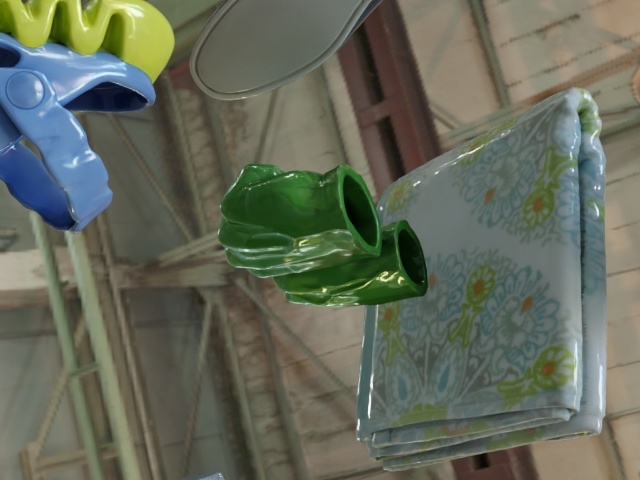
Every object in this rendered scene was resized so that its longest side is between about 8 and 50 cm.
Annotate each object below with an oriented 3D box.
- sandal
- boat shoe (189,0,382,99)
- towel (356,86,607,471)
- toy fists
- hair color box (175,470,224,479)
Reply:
[{"bbox_3d":[-0.232,-0.074,0.538,0.126,0.317,0.138,166,-77,-65],"label":"sandal"},{"bbox_3d":[0.009,-0.264,1.012,0.335,0.095,0.112,-40,-80,8],"label":"boat shoe"},{"bbox_3d":[0.175,0.053,1.085,0.320,0.090,0.374,-24,-128,48],"label":"towel"},{"bbox_3d":[0.000,0.000,0.966,0.142,0.279,0.096,-12,-111,19],"label":"toy fists"},{"bbox_3d":[-0.124,0.393,0.777,0.113,0.185,0.374,139,-64,-68],"label":"hair color box"}]
